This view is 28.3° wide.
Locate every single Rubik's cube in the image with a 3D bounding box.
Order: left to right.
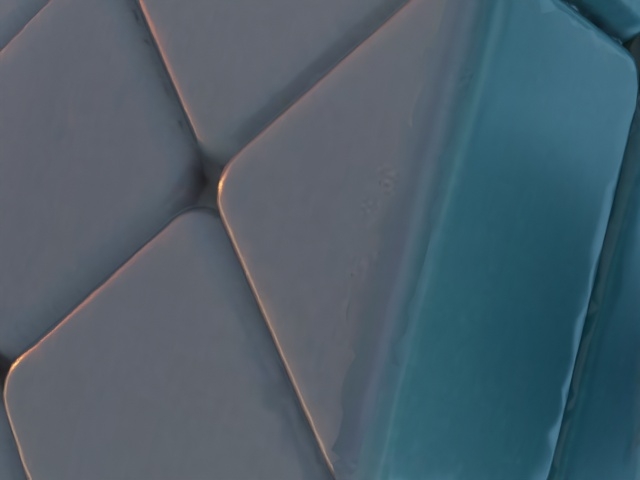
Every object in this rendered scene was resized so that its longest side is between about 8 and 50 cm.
[{"bbox_3d":[0.000,0.000,0.532,0.318,0.316,0.322,11,-95,38],"label":"Rubik's cube"}]
